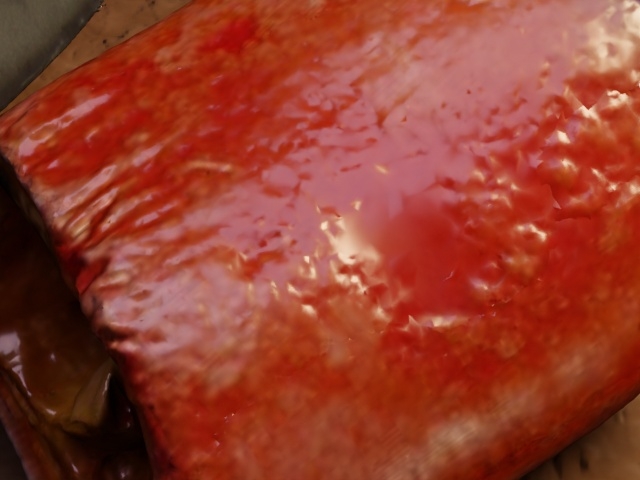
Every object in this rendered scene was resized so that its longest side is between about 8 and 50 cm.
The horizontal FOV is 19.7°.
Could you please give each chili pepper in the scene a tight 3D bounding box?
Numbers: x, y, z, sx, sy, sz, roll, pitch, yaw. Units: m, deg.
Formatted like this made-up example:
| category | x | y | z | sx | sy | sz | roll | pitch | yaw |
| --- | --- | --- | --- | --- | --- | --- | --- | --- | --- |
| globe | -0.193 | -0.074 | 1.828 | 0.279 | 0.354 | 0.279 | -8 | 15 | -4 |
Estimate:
| category | x | y | z | sx | sy | sz | roll | pitch | yaw |
| --- | --- | --- | --- | --- | --- | --- | --- | --- | --- |
| chili pepper | 0.000 | 0.000 | 0.772 | 0.305 | 0.229 | 0.251 | -30 | 88 | -21 |

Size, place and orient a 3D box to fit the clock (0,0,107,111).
| category | x | y | z | sx | sy | sz | roll | pitch | yaw |
| --- | --- | --- | --- | --- | --- | --- | --- | --- | --- |
| clock | -0.239 | -0.068 | 0.854 | 0.325 | 0.067 | 0.325 | -30 | 22 | 13 |
